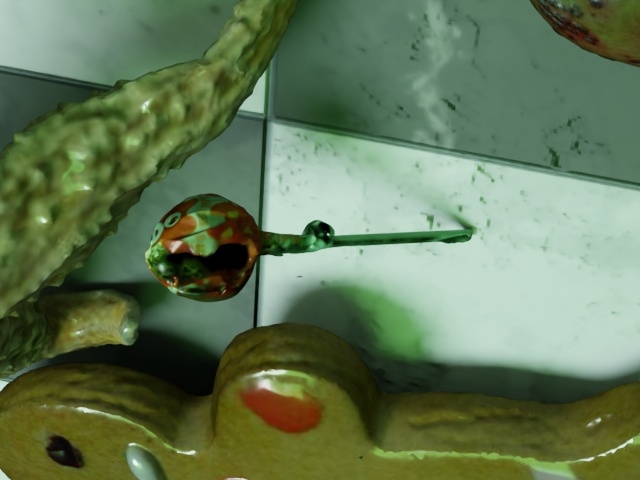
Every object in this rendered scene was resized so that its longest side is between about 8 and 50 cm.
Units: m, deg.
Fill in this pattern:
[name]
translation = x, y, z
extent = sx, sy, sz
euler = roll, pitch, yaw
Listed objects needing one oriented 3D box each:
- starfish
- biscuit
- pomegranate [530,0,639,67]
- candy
[starfish]
translation = -0.148, -0.010, 0.675
extent = 0.082, 0.324, 0.432
euler = 56, 142, 18
[biscuit]
translation = 0.008, 0.158, 0.897
extent = 0.432, 0.064, 0.283
euler = 8, 140, 4
[pomegranate]
translation = 0.129, -0.128, 0.591
extent = 0.130, 0.130, 0.130
euler = 8, 133, 9
[candy]
translation = 0.000, 0.000, 0.748
extent = 0.185, 0.049, 0.055
euler = -3, 148, -31
